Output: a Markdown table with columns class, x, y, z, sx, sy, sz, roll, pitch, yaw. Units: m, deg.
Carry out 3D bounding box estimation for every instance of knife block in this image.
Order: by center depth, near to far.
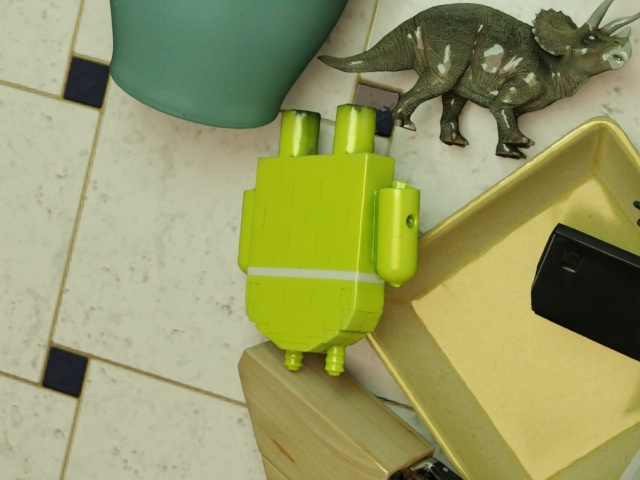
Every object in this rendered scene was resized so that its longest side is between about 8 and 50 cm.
| class | x | y | z | sx | sy | sz | roll | pitch | yaw |
| --- | --- | --- | --- | --- | --- | --- | --- | --- | --- |
| knife block | 0.054 | 0.221 | 1.354 | 0.242 | 0.088 | 0.276 | -14 | 91 | 40 |

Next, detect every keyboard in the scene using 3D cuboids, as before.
| class | x | y | z | sx | sy | sz | roll | pitch | yaw |
| --- | --- | --- | --- | --- | --- | --- | --- | --- | --- |
| keyboard | 0.358 | 0.059 | 1.217 | 0.317 | 0.033 | 0.201 | 24 | 138 | 9 |

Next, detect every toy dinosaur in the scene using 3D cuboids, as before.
| class | x | y | z | sx | sy | sz | roll | pitch | yaw |
| --- | --- | --- | --- | --- | --- | --- | --- | --- | --- |
| toy dinosaur | 0.161 | -0.177 | 1.347 | 0.313 | 0.121 | 0.160 | 11 | 85 | 18 |

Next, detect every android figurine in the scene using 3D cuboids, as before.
| class | x | y | z | sx | sy | sz | roll | pitch | yaw |
| --- | --- | --- | --- | --- | --- | --- | --- | --- | --- |
| android figurine | 0.000 | 0.000 | 1.351 | 0.248 | 0.056 | 0.273 | -1 | 85 | 46 |

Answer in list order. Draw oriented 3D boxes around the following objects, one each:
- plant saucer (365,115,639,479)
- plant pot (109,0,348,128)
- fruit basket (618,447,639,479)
| class | x | y | z | sx | sy | sz | roll | pitch | yaw |
| --- | --- | --- | --- | --- | --- | --- | --- | --- | --- |
| plant saucer | 0.249 | 0.096 | 1.348 | 0.332 | 0.081 | 0.333 | -35 | 86 | 15 |
| plant pot | -0.094 | -0.260 | 1.324 | 0.271 | 0.271 | 0.255 | 23 | 114 | 11 |
| fruit basket | 0.409 | 0.318 | 1.245 | 0.327 | 0.165 | 0.353 | 21 | 117 | -4 |
